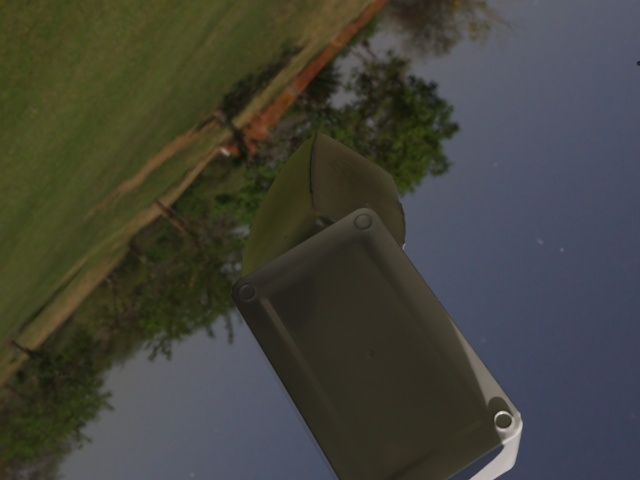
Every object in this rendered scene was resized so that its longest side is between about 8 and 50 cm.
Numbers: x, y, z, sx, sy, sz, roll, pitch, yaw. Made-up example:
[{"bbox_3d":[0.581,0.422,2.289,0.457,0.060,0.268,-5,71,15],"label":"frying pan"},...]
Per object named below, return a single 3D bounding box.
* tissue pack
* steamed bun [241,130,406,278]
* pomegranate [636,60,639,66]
[{"bbox_3d":[0.049,0.120,0.813,0.159,0.246,0.136,-30,154,-7],"label":"tissue pack"},{"bbox_3d":[0.000,0.000,1.047,0.164,0.146,0.242,-55,-164,24],"label":"steamed bun"},{"bbox_3d":[0.513,-0.236,1.260,0.129,0.159,0.129,-44,-161,20],"label":"pomegranate"}]
